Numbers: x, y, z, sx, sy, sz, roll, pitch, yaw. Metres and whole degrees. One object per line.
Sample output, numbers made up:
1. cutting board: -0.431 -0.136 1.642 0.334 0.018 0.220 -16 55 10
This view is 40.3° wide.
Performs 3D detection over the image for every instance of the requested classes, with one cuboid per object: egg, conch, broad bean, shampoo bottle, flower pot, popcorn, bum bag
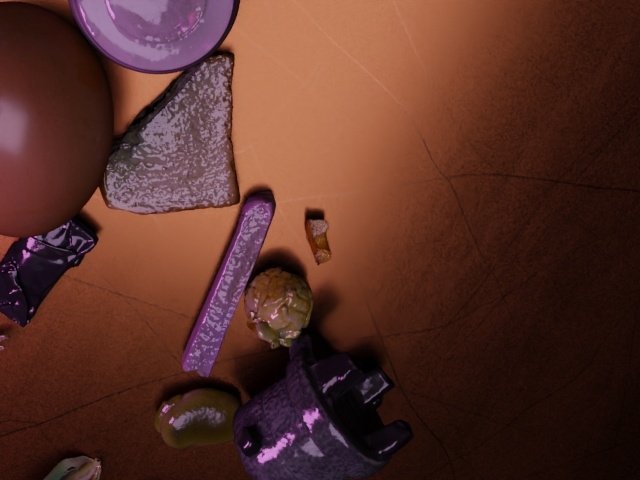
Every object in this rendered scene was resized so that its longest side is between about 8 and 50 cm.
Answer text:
1. egg: -0.483 -0.189 1.394 0.301 0.301 0.374 -4 100 -5
2. conch: -0.539 0.549 1.729 0.143 0.137 0.251 18 106 -12
3. broad bean: -0.242 0.353 1.735 0.174 0.082 0.125 -12 110 -13
4. shampoo bottle: -0.260 -0.399 1.369 0.272 0.266 0.273 -3 108 -10
5. flower pot: -0.001 0.328 1.657 0.282 0.299 0.299 -36 109 15
6. popcorn: -0.080 0.119 1.642 0.141 0.162 0.136 42 139 18
7. bum bag: -0.523 0.047 1.601 0.123 0.060 0.248 37 102 -18

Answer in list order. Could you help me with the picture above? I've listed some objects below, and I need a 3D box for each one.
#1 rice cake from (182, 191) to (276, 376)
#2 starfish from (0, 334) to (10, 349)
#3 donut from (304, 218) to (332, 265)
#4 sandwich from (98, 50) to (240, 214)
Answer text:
1. rice cake: -0.176 0.090 1.653 0.064 0.070 0.399 21 105 -9
2. starfish: -0.660 0.204 1.650 0.133 0.041 0.130 31 98 12
3. donut: 0.000 0.000 1.648 0.037 0.067 0.083 -17 77 -19
4. sandwich: -0.268 -0.187 1.531 0.254 0.100 0.289 -1 109 -7
